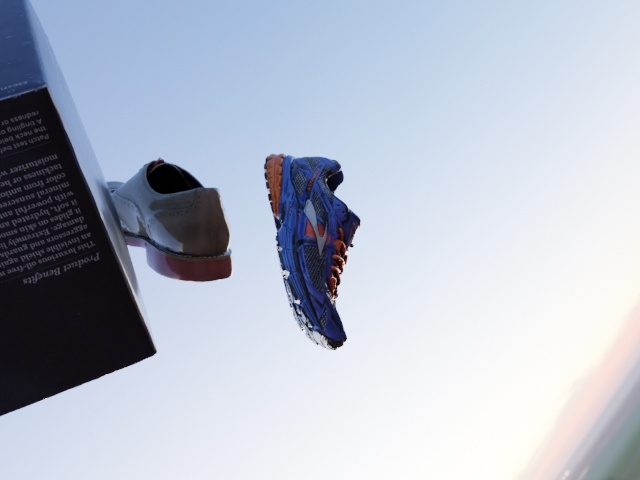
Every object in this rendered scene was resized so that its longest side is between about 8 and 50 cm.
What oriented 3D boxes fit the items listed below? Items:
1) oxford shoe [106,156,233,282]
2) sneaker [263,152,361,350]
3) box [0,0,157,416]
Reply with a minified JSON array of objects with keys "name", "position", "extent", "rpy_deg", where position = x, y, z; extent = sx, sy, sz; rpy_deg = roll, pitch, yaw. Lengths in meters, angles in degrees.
[{"name":"oxford shoe","position":[-0.216,-0.051,0.984],"extent":[0.123,0.348,0.130],"rpy_deg":[-7,-71,-39]},{"name":"sneaker","position":[0.000,0.000,0.712],"extent":[0.087,0.221,0.083],"rpy_deg":[-11,-27,0]},{"name":"box","position":[-0.303,-0.050,0.697],"extent":[0.183,0.296,0.294],"rpy_deg":[-20,-50,-13]}]
